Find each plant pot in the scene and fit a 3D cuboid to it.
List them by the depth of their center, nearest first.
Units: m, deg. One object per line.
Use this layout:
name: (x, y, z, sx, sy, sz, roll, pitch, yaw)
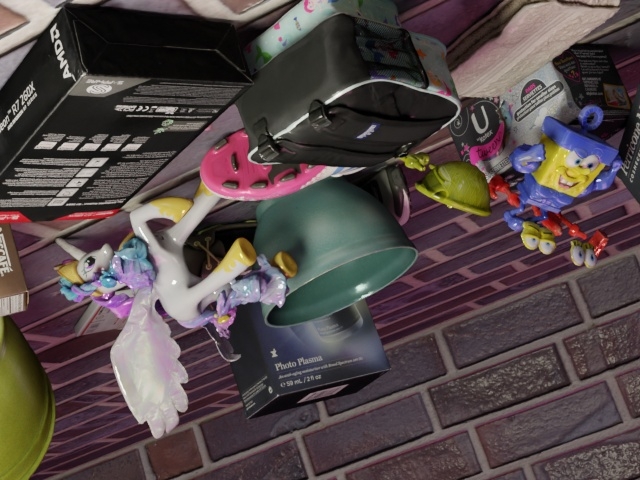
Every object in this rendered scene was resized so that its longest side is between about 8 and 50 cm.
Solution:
plant pot: (-0.620, 0.217, 1.689, 0.366, 0.367, 0.353, -13, 151, -20)
plant pot: (0.000, 0.000, 1.841, 0.293, 0.196, 0.293, -22, 163, -7)

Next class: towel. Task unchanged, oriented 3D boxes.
towel: (0.282, -0.282, 1.511, 0.187, 0.049, 0.282, -5, 159, -38)

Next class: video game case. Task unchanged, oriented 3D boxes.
video game case: (-0.360, 0.136, 2.215, 0.285, 0.025, 0.204, -9, 161, -30)

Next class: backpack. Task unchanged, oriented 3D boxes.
backpack: (0.039, -0.187, 1.287, 0.253, 0.191, 0.225, 7, 154, -42)

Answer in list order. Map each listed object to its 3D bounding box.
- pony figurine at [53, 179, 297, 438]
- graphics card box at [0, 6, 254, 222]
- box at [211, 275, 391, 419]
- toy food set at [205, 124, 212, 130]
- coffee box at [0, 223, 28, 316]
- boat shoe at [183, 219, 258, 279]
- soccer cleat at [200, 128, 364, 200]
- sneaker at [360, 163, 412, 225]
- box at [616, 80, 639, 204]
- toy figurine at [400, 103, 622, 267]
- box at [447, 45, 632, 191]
pony figurine: (-0.225, 0.082, 1.666, 0.363, 0.351, 0.303, -28, -168, 28)
graphics card box: (-0.278, -0.137, 1.269, 0.232, 0.094, 0.371, -4, 160, -41)
box: (-0.048, 0.201, 2.297, 0.296, 0.294, 0.183, -9, 159, -32)
toy food set: (-0.191, -0.152, 1.452, 0.077, 0.019, 0.122, -6, 160, -38)
coffee box: (-0.558, 0.053, 1.500, 0.246, 0.141, 0.098, -14, 163, -21)
boat shoe: (-0.194, 0.025, 1.893, 0.305, 0.109, 0.091, -14, 164, -40)
soccer cleat: (-0.014, -0.125, 1.572, 0.331, 0.116, 0.143, -18, 164, -4)
sneaker: (0.092, -0.058, 1.959, 0.107, 0.100, 0.271, -7, 161, -22)
box: (0.687, -0.139, 1.423, 0.297, 0.472, 0.480, -13, 140, -13)
toy figurine: (0.322, -0.128, 1.562, 0.362, 0.191, 0.217, 18, 117, -29)
box: (0.354, -0.197, 1.708, 0.163, 0.142, 0.247, -5, 157, -36)
